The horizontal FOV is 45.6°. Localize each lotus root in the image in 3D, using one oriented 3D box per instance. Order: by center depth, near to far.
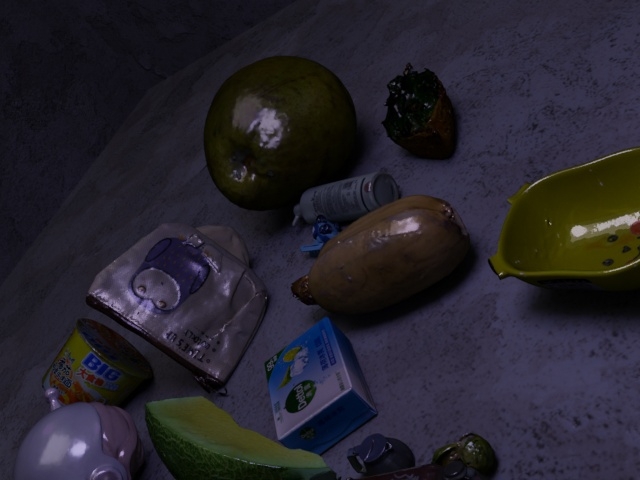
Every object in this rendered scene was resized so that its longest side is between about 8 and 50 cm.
[{"bbox_3d":[0.090,0.040,1.269,0.343,0.151,0.169,-30,14,30],"label":"lotus root"}]

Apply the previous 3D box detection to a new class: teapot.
[{"bbox_3d":[0.076,0.291,1.019,0.088,0.057,0.066,-21,33,34],"label":"teapot"}]

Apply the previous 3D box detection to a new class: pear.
[{"bbox_3d":[-0.093,-0.247,1.714,0.352,0.352,0.413,-23,19,32],"label":"pear"}]

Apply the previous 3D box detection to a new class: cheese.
[{"bbox_3d":[-0.281,0.058,1.640,0.248,0.173,0.251,-15,-13,3],"label":"cheese"}]

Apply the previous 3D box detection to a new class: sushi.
[{"bbox_3d":[0.192,-0.251,1.556,0.149,0.140,0.287,-20,33,24],"label":"sushi"}]

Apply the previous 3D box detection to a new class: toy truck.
[{"bbox_3d":[0.000,0.000,1.545,0.090,0.056,0.073,-48,34,17],"label":"toy truck"}]

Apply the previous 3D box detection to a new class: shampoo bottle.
[{"bbox_3d":[0.038,-0.080,1.570,0.262,0.085,0.085,-9,42,47],"label":"shampoo bottle"}]

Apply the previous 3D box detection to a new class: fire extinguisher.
[{"bbox_3d":[0.112,0.324,0.909,0.252,0.075,0.106,-22,34,32],"label":"fire extinguisher"}]

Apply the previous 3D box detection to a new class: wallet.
[{"bbox_3d":[-0.258,0.116,1.479,0.274,0.335,0.068,-54,-3,-34],"label":"wallet"}]

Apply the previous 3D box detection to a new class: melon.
[{"bbox_3d":[-0.120,0.325,1.098,0.324,0.196,0.124,4,41,50],"label":"melon"}]

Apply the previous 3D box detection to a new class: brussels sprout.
[{"bbox_3d":[0.175,0.265,0.942,0.083,0.046,0.051,-19,16,41],"label":"brussels sprout"}]

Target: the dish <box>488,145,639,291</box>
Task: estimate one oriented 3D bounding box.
[{"bbox_3d":[0.370,-0.002,1.006,0.263,0.108,0.221,-12,40,42],"label":"dish"}]

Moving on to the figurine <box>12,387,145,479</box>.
[{"bbox_3d":[-0.429,0.436,1.295,0.253,0.211,0.361,-25,33,30],"label":"figurine"}]

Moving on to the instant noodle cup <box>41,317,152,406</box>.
[{"bbox_3d":[-0.479,0.285,1.620,0.153,0.205,0.205,-53,28,1],"label":"instant noodle cup"}]

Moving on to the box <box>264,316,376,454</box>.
[{"bbox_3d":[-0.006,0.230,1.195,0.139,0.073,0.194,-37,28,8],"label":"box"}]
